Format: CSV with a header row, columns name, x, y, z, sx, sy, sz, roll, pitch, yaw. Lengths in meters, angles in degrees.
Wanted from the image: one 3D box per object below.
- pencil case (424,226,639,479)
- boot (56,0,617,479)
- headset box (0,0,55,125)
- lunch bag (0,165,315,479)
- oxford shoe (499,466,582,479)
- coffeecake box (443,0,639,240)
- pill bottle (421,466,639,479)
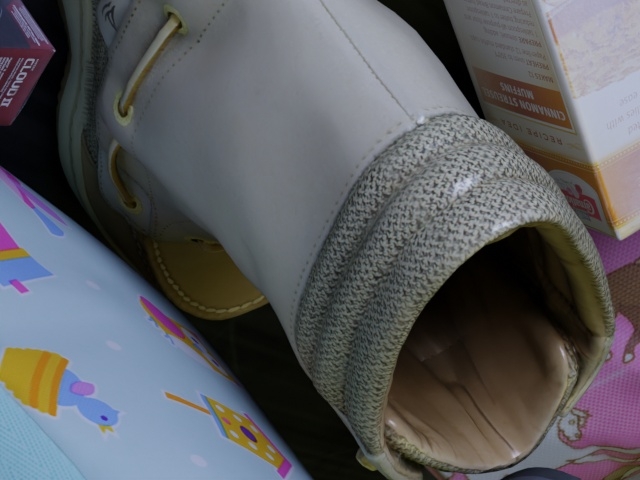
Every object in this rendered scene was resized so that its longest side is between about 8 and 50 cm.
name,x,y,z,sx,sy,sz,roll,pitch,yaw
pencil case,0.190,-0.031,0.705,0.386,0.160,0.167,-30,132,25
boot,0.000,0.000,0.563,0.095,0.203,0.262,-27,152,-18
headset box,-0.118,-0.063,0.475,0.083,0.062,0.032,-5,141,-47
lunch bag,-0.100,0.074,0.541,0.160,0.223,0.262,-39,157,-9
oxford shoe,0.031,0.165,0.527,0.096,0.083,0.227,-23,143,-50
coffeecake box,0.105,-0.117,0.543,0.142,0.068,0.186,-29,114,-16
pill bottle,0.228,0.060,0.934,0.229,0.229,0.408,-3,140,-50
